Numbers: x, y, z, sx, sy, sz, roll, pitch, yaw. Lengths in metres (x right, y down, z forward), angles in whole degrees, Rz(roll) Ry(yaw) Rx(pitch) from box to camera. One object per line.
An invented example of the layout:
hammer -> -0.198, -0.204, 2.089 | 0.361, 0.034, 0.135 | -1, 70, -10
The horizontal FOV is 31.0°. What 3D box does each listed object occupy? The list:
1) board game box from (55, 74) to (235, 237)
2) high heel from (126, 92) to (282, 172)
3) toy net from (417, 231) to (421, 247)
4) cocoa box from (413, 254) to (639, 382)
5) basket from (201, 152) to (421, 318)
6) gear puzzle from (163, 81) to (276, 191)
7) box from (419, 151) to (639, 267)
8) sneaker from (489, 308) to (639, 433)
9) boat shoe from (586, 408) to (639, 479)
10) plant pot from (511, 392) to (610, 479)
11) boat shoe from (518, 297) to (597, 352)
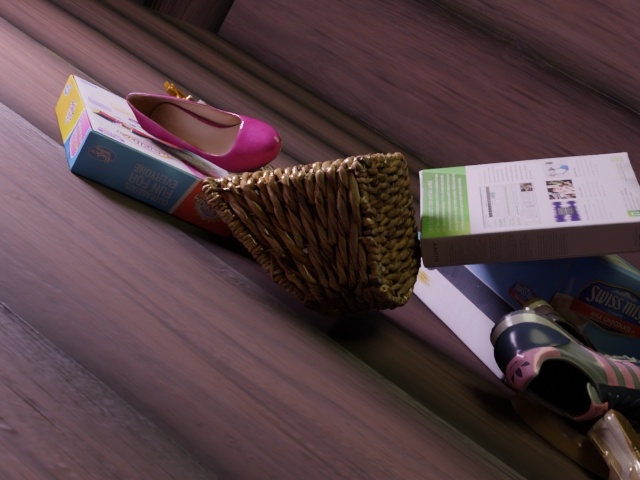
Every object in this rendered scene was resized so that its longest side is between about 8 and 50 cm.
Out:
board game box -> -0.257, -0.129, 1.687 | 0.242, 0.064, 0.316 | 25, 12, -23
high heel -> -0.162, -0.159, 1.582 | 0.244, 0.082, 0.117 | 23, -6, 45
toy net -> 0.246, 0.067, 2.146 | 0.232, 0.045, 0.122 | 41, -13, 37
cocoa box -> 0.339, 0.077, 1.834 | 0.231, 0.228, 0.347 | 23, 13, -30
basket -> 0.000, 0.000, 1.557 | 0.223, 0.213, 0.299 | -8, 3, 15
gear puzzle -> -0.136, -0.135, 1.832 | 0.339, 0.044, 0.175 | 42, 7, -42
box -> 0.307, -0.047, 1.693 | 0.322, 0.058, 0.232 | -3, 28, 7
sneaker -> 0.370, 0.211, 1.537 | 0.319, 0.112, 0.131 | 23, 28, -15
boat shoe -> 0.385, 0.294, 1.434 | 0.063, 0.059, 0.170 | 29, 30, -41
plant pot -> 0.372, 0.268, 1.584 | 0.236, 0.032, 0.236 | 28, 12, -7
boat shoe -> 0.355, 0.172, 1.634 | 0.223, 0.080, 0.073 | 49, -2, -31
